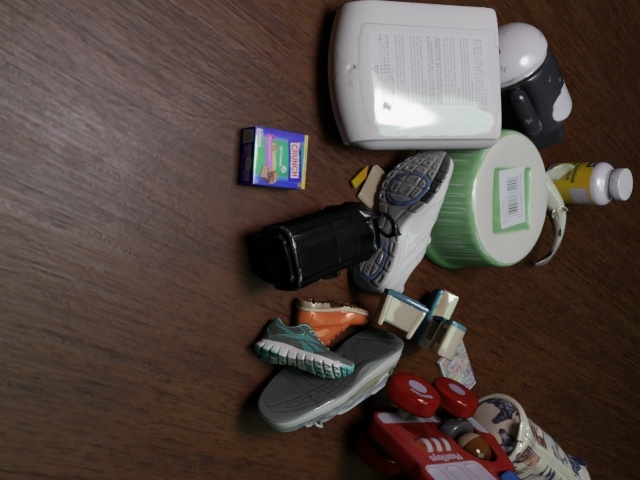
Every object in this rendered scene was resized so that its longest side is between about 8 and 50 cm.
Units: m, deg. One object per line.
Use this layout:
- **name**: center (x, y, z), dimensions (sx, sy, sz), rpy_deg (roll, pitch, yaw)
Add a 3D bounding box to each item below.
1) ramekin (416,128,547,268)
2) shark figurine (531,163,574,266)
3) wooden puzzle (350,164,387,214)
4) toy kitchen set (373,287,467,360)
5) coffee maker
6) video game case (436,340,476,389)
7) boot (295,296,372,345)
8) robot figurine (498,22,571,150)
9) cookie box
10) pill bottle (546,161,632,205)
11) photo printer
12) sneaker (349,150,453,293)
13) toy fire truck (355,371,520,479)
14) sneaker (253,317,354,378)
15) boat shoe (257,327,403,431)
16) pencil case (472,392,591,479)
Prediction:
- **ramekin**: center (0.330, -0.087, 1.355), dimensions (0.303, 0.148, 0.304), rpy_deg (-5, 98, -41)
- **shark figurine**: center (0.521, -0.079, 1.564), dimensions (0.166, 0.116, 0.278), rpy_deg (-26, 106, 0)
- **wooden puzzle**: center (0.103, -0.095, 1.247), dimensions (0.116, 0.014, 0.079), rpy_deg (48, 68, -33)
- **toy kitchen set**: center (0.181, 0.128, 1.256), dimensions (0.166, 0.207, 0.122), rpy_deg (27, 85, -4)
- **coffee maker**: center (0.000, 0.000, 1.061), dimensions (0.178, 0.171, 0.120), rpy_deg (-21, 81, -40)
- **video game case**: center (0.299, 0.290, 1.459), dimensions (0.087, 0.011, 0.122), rpy_deg (-37, 118, -33)
- **boot**: center (0.020, 0.147, 1.174), dimensions (0.157, 0.059, 0.085), rpy_deg (7, 93, -33)
- **robot figurine**: center (0.416, -0.316, 1.396), dimensions (0.173, 0.209, 0.278), rpy_deg (-44, 123, -10)
- **cookie box**: center (-0.074, -0.130, 1.068), dimensions (0.107, 0.040, 0.092), rpy_deg (2, 93, -42)
- **pill bottle**: center (0.642, -0.137, 1.600), dimensions (0.103, 0.184, 0.103), rpy_deg (-5, 98, -41)
- **photo printer**: center (0.161, -0.285, 1.165), dimensions (0.307, 0.107, 0.256), rpy_deg (-4, 92, -19)
- **sneaker**: center (0.162, -0.032, 1.246), dimensions (0.129, 0.111, 0.297), rpy_deg (27, 93, -52)
- **toy fire truck**: center (0.231, 0.386, 1.221), dimensions (0.302, 0.254, 0.169), rpy_deg (15, 108, -41)
- **sneaker**: center (-0.021, 0.171, 1.085), dimensions (0.065, 0.166, 0.076), rpy_deg (96, 12, -58)
- **boat shoe**: center (0.025, 0.253, 1.151), dimensions (0.320, 0.118, 0.103), rpy_deg (-23, 127, -45)
- **pencil case**: center (0.479, 0.499, 1.525), dimensions (0.410, 0.183, 0.160), rpy_deg (42, 51, -35)
